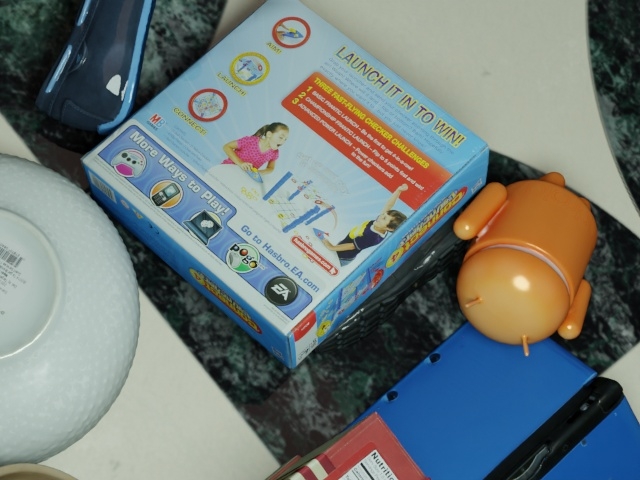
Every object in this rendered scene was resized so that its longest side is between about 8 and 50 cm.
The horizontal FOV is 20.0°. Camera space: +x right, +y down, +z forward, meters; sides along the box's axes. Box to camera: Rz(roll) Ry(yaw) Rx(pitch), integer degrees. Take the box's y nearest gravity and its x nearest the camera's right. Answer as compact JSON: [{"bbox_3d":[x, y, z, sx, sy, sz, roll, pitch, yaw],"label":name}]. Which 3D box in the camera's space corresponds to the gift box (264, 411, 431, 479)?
[{"bbox_3d":[-0.027,0.343,1.749,0.276,0.258,0.255,-30,84,-33],"label":"gift box"}]

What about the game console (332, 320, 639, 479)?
[{"bbox_3d":[0.188,0.257,1.939,0.293,0.173,0.250,-39,116,-20],"label":"game console"}]

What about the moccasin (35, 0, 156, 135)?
[{"bbox_3d":[-0.233,-0.288,1.956,0.117,0.138,0.342,10,72,-4],"label":"moccasin"}]

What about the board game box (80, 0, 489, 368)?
[{"bbox_3d":[-0.036,-0.072,1.911,0.308,0.086,0.302,40,70,21],"label":"board game box"}]

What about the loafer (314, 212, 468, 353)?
[{"bbox_3d":[0.064,0.036,1.960,0.223,0.076,0.078,-40,71,-17],"label":"loafer"}]

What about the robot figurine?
[{"bbox_3d":[0.219,0.022,1.943,0.128,0.158,0.219,7,44,22],"label":"robot figurine"}]

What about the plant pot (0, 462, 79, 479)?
[{"bbox_3d":[-0.293,0.344,1.754,0.237,0.110,0.237,26,49,-34],"label":"plant pot"}]

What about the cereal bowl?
[{"bbox_3d":[-0.346,0.061,1.832,0.339,0.141,0.339,3,74,-10],"label":"cereal bowl"}]
